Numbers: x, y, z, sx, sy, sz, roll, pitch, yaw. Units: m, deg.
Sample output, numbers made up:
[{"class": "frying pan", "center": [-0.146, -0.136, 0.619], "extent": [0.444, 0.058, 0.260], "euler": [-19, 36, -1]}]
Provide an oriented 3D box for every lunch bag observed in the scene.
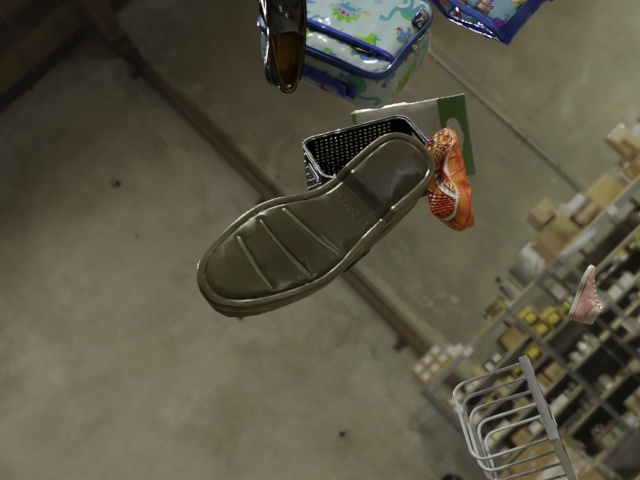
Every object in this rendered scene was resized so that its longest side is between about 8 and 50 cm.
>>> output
[{"class": "lunch bag", "center": [0.331, -0.488, 1.479], "extent": [0.138, 0.293, 0.221], "euler": [34, -79, -36]}, {"class": "lunch bag", "center": [0.034, -0.283, 1.135], "extent": [0.176, 0.219, 0.090], "euler": [-52, -21, -27]}]

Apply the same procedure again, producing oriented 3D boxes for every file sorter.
[{"class": "file sorter", "center": [0.411, 0.411, 1.725], "extent": [0.173, 0.192, 0.277], "euler": [-22, -42, 12]}]

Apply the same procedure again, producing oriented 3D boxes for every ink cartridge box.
[{"class": "ink cartridge box", "center": [0.191, -0.200, 1.686], "extent": [0.235, 0.171, 0.056], "euler": [-9, 9, 9]}]

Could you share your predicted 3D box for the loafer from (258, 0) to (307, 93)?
[{"class": "loafer", "center": [-0.040, -0.266, 1.019], "extent": [0.062, 0.061, 0.170], "euler": [-11, -63, -12]}]

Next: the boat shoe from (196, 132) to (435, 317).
[{"class": "boat shoe", "center": [0.000, 0.000, 0.892], "extent": [0.307, 0.110, 0.104], "euler": [-31, -16, -26]}]

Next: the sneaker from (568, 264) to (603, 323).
[{"class": "sneaker", "center": [0.621, 0.128, 1.876], "extent": [0.051, 0.070, 0.134], "euler": [11, -81, -67]}]

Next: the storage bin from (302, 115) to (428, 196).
[{"class": "storage bin", "center": [0.073, -0.114, 1.278], "extent": [0.180, 0.122, 0.084], "euler": [-15, -50, -12]}]

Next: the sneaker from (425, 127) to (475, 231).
[{"class": "sneaker", "center": [0.181, -0.085, 1.163], "extent": [0.064, 0.175, 0.067], "euler": [-24, -43, 32]}]
